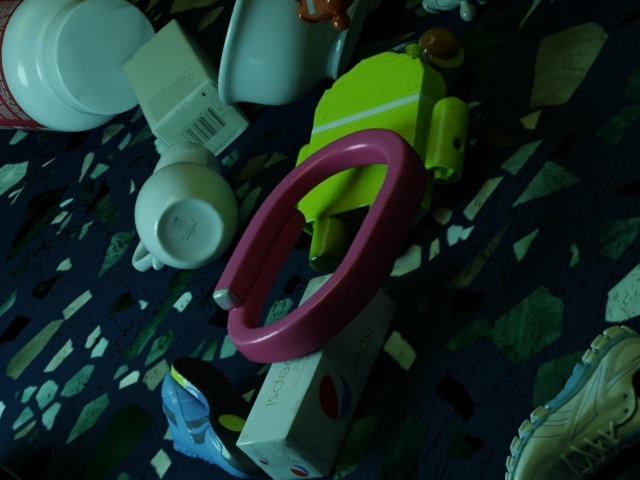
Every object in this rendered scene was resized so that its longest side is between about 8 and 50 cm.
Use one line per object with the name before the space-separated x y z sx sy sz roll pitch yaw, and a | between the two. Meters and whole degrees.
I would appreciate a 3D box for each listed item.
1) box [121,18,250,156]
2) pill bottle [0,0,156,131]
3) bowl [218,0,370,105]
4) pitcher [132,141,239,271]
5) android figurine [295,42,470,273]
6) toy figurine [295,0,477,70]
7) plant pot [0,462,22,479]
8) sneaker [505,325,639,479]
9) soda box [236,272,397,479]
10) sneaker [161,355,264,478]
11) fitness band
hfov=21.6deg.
box | -0.191 -0.205 2.337 0.113 0.094 0.275 -40 28 6
pill bottle | -0.420 -0.283 2.597 0.229 0.229 0.407 -54 30 -18
bowl | -0.016 -0.291 2.123 0.298 0.134 0.298 19 -90 -85
pitcher | -0.179 -0.019 2.070 0.178 0.125 0.207 -62 15 11
android figurine | 0.059 -0.098 1.859 0.248 0.056 0.273 -17 52 41
toy figurine | 0.099 -0.307 1.975 0.148 0.209 0.213 -21 33 58
plant pot | -0.438 0.304 1.919 0.166 0.165 0.234 -51 21 -13
sneaker | 0.224 0.152 1.355 0.191 0.071 0.083 -53 35 -15
soda box | -0.001 0.132 1.669 0.074 0.069 0.216 -14 40 43
sneaker | -0.110 0.202 1.737 0.209 0.069 0.082 44 121 53
fitness band | 0.000 0.000 1.718 0.209 0.054 0.291 -15 38 43
